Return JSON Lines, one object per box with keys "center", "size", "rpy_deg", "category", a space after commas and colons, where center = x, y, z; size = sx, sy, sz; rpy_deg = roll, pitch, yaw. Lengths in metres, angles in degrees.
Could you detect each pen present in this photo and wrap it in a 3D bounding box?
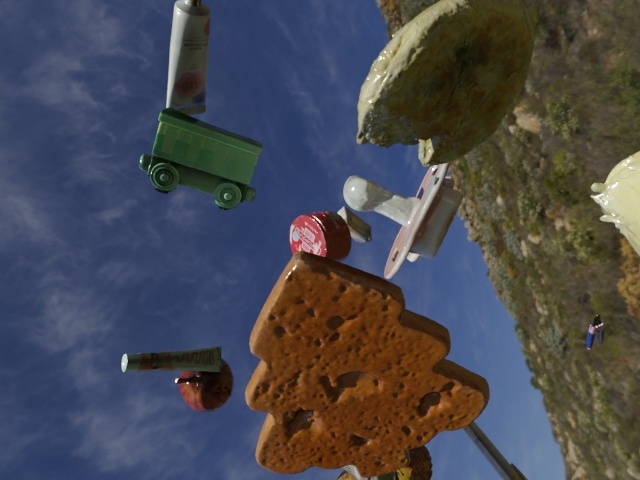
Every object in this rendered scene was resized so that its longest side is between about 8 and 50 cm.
{"center": [0.356, 0.436, 0.851], "size": [0.040, 0.233, 0.032], "rpy_deg": [-32, -36, -9], "category": "pen"}

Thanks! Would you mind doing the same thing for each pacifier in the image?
{"center": [0.201, -0.071, 0.964], "size": [0.273, 0.220, 0.332], "rpy_deg": [19, -81, -33], "category": "pacifier"}

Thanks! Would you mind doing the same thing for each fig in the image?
{"center": [-0.267, 0.314, 0.948], "size": [0.128, 0.128, 0.150], "rpy_deg": [-46, -54, -34], "category": "fig"}

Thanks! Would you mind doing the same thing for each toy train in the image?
{"center": [-0.298, -0.202, 1.078], "size": [0.300, 0.120, 0.203], "rpy_deg": [17, -80, -18], "category": "toy train"}

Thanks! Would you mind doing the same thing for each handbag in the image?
{"center": [0.148, -0.059, 1.823], "size": [0.173, 0.095, 0.117], "rpy_deg": [36, -156, -21], "category": "handbag"}

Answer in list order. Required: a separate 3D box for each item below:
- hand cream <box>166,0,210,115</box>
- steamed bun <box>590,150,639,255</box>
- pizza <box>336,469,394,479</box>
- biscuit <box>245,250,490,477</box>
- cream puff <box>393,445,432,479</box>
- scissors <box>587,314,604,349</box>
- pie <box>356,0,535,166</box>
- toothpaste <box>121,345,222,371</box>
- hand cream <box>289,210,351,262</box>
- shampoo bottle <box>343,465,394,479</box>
{"center": [-0.329, -0.457, 1.053], "size": [0.124, 0.078, 0.341], "rpy_deg": [-28, -27, -37], "category": "hand cream"}
{"center": [0.467, -0.023, 0.449], "size": [0.272, 0.166, 0.232], "rpy_deg": [13, -132, -16], "category": "steamed bun"}
{"center": [0.109, 0.529, 0.931], "size": [0.174, 0.134, 0.046], "rpy_deg": [-10, -99, -38], "category": "pizza"}
{"center": [0.031, 0.141, 0.454], "size": [0.043, 0.283, 0.307], "rpy_deg": [-92, -17, -65], "category": "biscuit"}
{"center": [0.225, 0.616, 1.190], "size": [0.163, 0.240, 0.240], "rpy_deg": [-7, -76, -7], "category": "cream puff"}
{"center": [0.597, 0.197, 0.904], "size": [0.039, 0.012, 0.113], "rpy_deg": [-26, -53, 2], "category": "scissors"}
{"center": [0.214, -0.255, 0.690], "size": [0.337, 0.075, 0.338], "rpy_deg": [-19, -35, -14], "category": "pie"}
{"center": [-0.298, 0.249, 0.862], "size": [0.205, 0.036, 0.056], "rpy_deg": [10, -115, -40], "category": "toothpaste"}
{"center": [0.000, 0.000, 1.619], "size": [0.149, 0.230, 0.231], "rpy_deg": [-11, -76, -41], "category": "hand cream"}
{"center": [0.037, 0.389, 0.805], "size": [0.055, 0.227, 0.086], "rpy_deg": [-22, -62, -40], "category": "shampoo bottle"}
